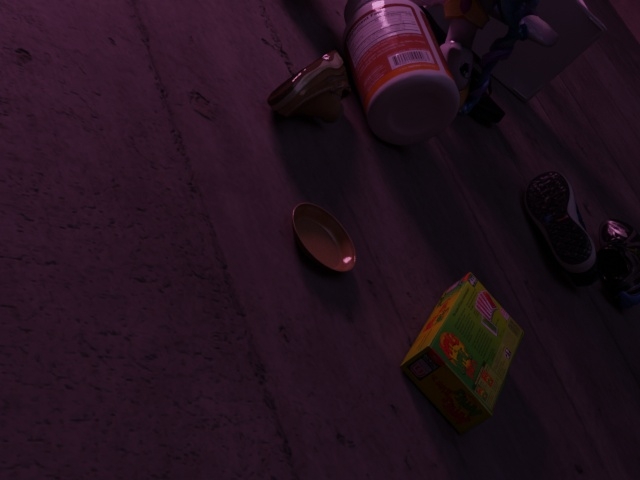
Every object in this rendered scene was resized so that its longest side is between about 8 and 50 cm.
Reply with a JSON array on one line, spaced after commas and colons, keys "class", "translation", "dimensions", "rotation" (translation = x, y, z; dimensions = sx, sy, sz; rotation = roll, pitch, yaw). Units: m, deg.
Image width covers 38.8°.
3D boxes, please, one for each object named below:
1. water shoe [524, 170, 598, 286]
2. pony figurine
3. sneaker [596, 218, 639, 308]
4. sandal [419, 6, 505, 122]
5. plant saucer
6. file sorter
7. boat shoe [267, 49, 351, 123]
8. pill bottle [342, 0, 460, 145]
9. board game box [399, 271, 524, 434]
[{"class": "water shoe", "translation": [0.355, -0.016, 1.346], "dimensions": [0.203, 0.073, 0.080], "rotation": [-96, 161, -45]}, {"class": "pony figurine", "translation": [0.222, -0.380, 1.317], "dimensions": [0.303, 0.363, 0.351], "rotation": [15, 34, 6]}, {"class": "sneaker", "translation": [0.468, 0.023, 1.427], "dimensions": [0.078, 0.067, 0.188], "rotation": [42, 34, -23]}, {"class": "sandal", "translation": [0.216, -0.297, 1.473], "dimensions": [0.254, 0.054, 0.097], "rotation": [55, 31, 10]}, {"class": "plant saucer", "translation": [0.000, 0.000, 0.906], "dimensions": [0.083, 0.015, 0.083], "rotation": [33, 34, -26]}, {"class": "file sorter", "translation": [0.338, -0.433, 1.651], "dimensions": [0.278, 0.193, 0.173], "rotation": [34, 31, -24]}, {"class": "boat shoe", "translation": [0.001, -0.169, 1.053], "dimensions": [0.072, 0.068, 0.190], "rotation": [57, 29, -9]}, {"class": "pill bottle", "translation": [0.097, -0.238, 1.192], "dimensions": [0.121, 0.121, 0.216], "rotation": [22, 39, -37]}, {"class": "board game box", "translation": [0.152, 0.112, 0.948], "dimensions": [0.092, 0.043, 0.181], "rotation": [48, 30, -1]}]
